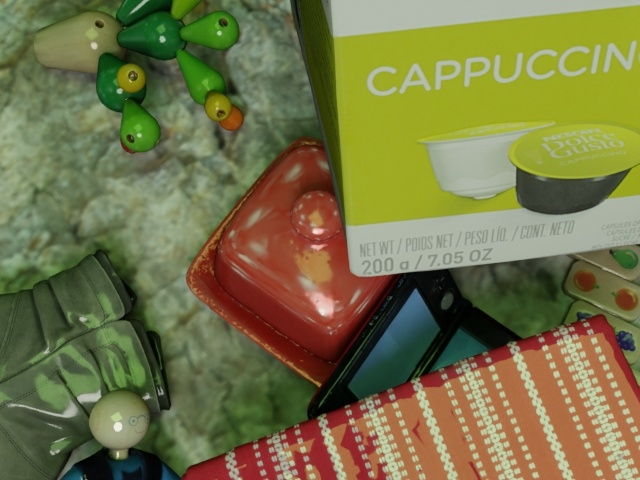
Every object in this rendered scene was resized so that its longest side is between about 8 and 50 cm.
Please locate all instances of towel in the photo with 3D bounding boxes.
[{"bbox_3d":[0.071,0.179,0.452,0.275,0.031,0.198,-21,77,4],"label":"towel"}]

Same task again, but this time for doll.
[{"bbox_3d":[-0.125,0.188,0.498,0.046,0.129,0.189,-4,88,41],"label":"doll"}]

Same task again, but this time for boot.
[{"bbox_3d":[-0.174,0.131,0.536,0.161,0.083,0.246,-17,74,-13],"label":"boot"}]

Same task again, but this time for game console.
[{"bbox_3d":[0.080,0.099,0.537,0.085,0.124,0.144,24,71,37],"label":"game console"}]

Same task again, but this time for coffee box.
[{"bbox_3d":[0.148,-0.227,0.457,0.338,0.334,0.338,-7,45,-2],"label":"coffee box"}]

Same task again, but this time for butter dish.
[{"bbox_3d":[0.000,0.000,0.553,0.160,0.118,0.160,34,75,13],"label":"butter dish"}]

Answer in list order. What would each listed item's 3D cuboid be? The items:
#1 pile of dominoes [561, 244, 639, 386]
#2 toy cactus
[{"bbox_3d":[0.272,0.073,0.561,0.196,0.040,0.251,6,70,4],"label":"pile of dominoes"},{"bbox_3d":[-0.140,-0.161,0.638,0.181,0.112,0.219,0,72,22],"label":"toy cactus"}]
